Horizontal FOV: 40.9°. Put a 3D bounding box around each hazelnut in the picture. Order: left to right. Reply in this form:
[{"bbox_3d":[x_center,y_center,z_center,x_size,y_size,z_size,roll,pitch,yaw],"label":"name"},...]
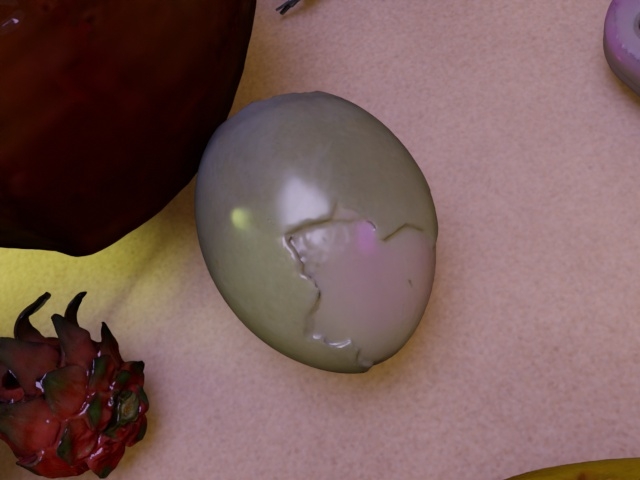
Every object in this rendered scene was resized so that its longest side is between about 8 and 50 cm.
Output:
[{"bbox_3d":[-0.243,-0.195,0.715,0.421,0.353,0.421,-26,41,26],"label":"hazelnut"}]

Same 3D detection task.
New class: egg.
[{"bbox_3d":[0.000,0.000,0.659,0.183,0.183,0.217,-20,70,5],"label":"egg"}]

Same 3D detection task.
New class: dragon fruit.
[{"bbox_3d":[-0.205,0.124,0.679,0.121,0.130,0.142,-41,94,7],"label":"dragon fruit"}]

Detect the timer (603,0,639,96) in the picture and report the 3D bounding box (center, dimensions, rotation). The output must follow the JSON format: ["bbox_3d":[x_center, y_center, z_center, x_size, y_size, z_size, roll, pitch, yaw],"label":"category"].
[{"bbox_3d":[0.355,-0.174,0.709,0.208,0.069,0.191,-37,62,-3],"label":"timer"}]

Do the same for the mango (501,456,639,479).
[{"bbox_3d":[0.186,0.201,0.536,0.262,0.167,0.130,-16,77,3],"label":"mango"}]

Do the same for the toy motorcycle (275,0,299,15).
[{"bbox_3d":[0.014,-0.296,0.861,0.173,0.058,0.100,-14,69,5],"label":"toy motorcycle"}]
